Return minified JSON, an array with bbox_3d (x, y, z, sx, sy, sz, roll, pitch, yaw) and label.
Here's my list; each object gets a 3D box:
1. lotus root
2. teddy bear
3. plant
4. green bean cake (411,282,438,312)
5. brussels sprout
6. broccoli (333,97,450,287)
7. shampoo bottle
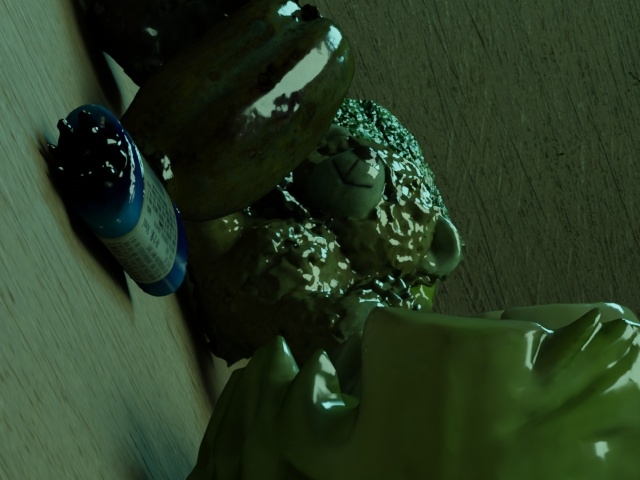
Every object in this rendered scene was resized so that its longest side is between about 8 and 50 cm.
[{"bbox_3d":[-0.066,-0.100,1.499,0.124,0.241,0.123,29,-39,24],"label":"lotus root"},{"bbox_3d":[0.000,0.000,1.631,0.267,0.256,0.156,44,-37,11],"label":"teddy bear"},{"bbox_3d":[-0.133,-0.229,1.671,0.146,0.149,0.274,37,15,-32],"label":"plant"},{"bbox_3d":[0.008,-0.002,2.115,0.233,0.124,0.236,-9,-77,58],"label":"green bean cake"},{"bbox_3d":[0.116,0.232,1.241,0.425,0.342,0.361,17,63,-62],"label":"brussels sprout"},{"bbox_3d":[-0.001,-0.023,1.862,0.261,0.241,0.269,50,-11,-32],"label":"broccoli"},{"bbox_3d":[-0.131,-0.029,1.267,0.183,0.050,0.087,64,11,-68],"label":"shampoo bottle"}]
